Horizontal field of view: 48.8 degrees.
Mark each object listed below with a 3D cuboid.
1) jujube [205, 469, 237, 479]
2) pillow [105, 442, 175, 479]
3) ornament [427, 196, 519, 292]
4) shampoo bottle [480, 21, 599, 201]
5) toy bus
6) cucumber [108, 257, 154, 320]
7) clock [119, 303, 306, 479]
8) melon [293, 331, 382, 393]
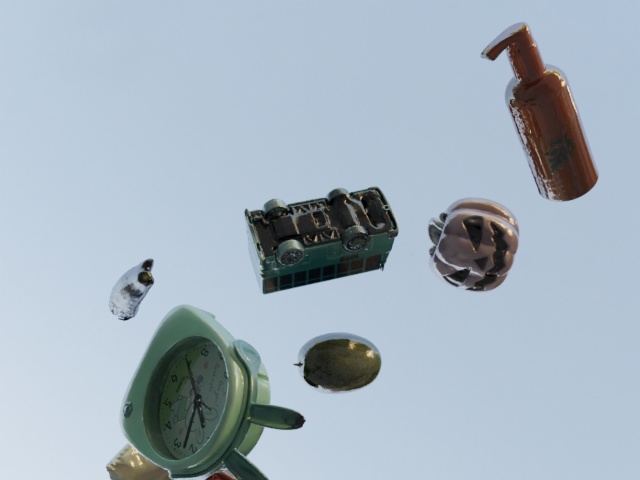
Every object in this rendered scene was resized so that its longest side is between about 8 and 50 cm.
[{"bbox_3d":[-0.220,0.525,1.390,0.290,0.197,0.197,32,-87,18],"label":"jujube"},{"bbox_3d":[-0.259,0.334,1.215,0.078,0.254,0.144,7,-49,35],"label":"pillow"},{"bbox_3d":[0.270,0.006,1.282,0.178,0.177,0.177,0,-91,7],"label":"ornament"},{"bbox_3d":[0.280,-0.160,0.888,0.085,0.085,0.244,-32,-58,6],"label":"shampoo bottle"},{"bbox_3d":[0.000,0.000,1.271,0.256,0.147,0.128,-11,-127,-13],"label":"toy bus"},{"bbox_3d":[-0.194,0.050,0.718,0.034,0.135,0.033,9,-117,-19],"label":"cucumber"},{"bbox_3d":[-0.073,0.108,0.460,0.135,0.041,0.101,25,-93,44],"label":"clock"},{"bbox_3d":[0.030,0.226,1.295,0.167,0.114,0.114,0,-91,-18],"label":"melon"}]
